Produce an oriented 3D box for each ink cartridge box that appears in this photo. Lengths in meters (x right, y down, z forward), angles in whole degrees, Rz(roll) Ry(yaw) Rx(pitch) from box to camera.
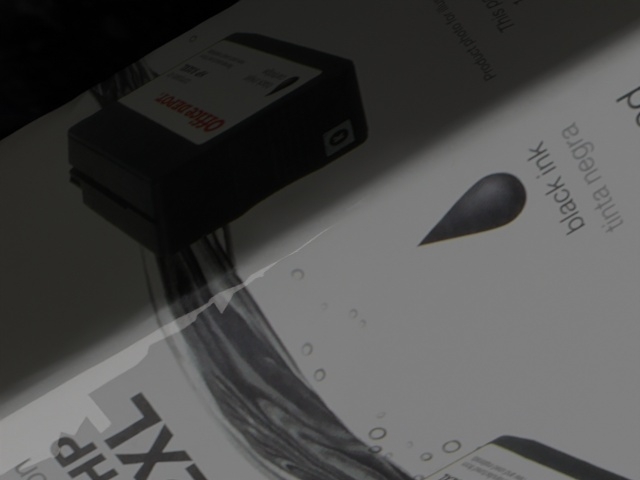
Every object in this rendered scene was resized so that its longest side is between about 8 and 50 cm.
[{"bbox_3d":[0.017,0.041,0.601,0.307,0.129,0.223,-30,129,3],"label":"ink cartridge box"}]
